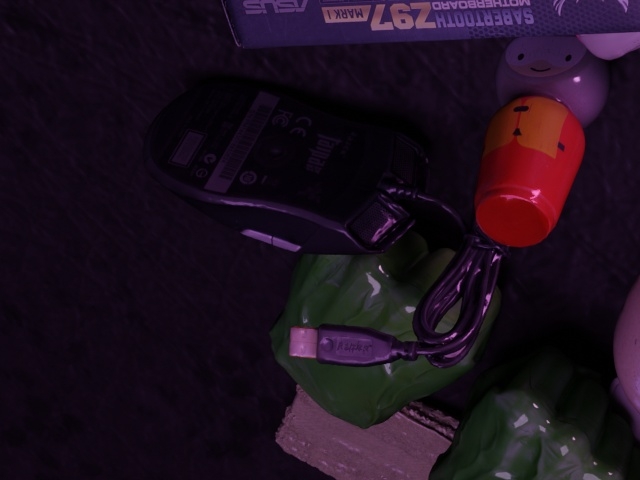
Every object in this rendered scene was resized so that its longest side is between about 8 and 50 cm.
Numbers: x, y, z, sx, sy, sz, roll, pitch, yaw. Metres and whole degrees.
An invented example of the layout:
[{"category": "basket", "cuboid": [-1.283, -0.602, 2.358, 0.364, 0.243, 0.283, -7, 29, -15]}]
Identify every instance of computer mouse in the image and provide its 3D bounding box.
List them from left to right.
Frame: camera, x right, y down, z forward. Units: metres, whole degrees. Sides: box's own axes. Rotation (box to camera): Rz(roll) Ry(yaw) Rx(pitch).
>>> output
[{"category": "computer mouse", "cuboid": [0.000, 0.000, 1.175, 0.262, 0.184, 0.060, 11, 148, 17]}]

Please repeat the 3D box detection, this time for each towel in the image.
[{"category": "towel", "cuboid": [0.044, 0.144, 1.366, 0.148, 0.027, 0.110, 25, 134, 5]}]

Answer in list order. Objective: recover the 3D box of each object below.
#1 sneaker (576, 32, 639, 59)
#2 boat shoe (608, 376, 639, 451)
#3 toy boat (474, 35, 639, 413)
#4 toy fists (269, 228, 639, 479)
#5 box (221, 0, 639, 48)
[{"category": "sneaker", "cuboid": [0.251, -0.133, 0.987, 0.252, 0.103, 0.111, -16, 116, 36]}, {"category": "boat shoe", "cuboid": [0.227, 0.135, 1.260, 0.046, 0.038, 0.125, 19, 138, 56]}, {"category": "toy boat", "cuboid": [0.233, -0.004, 1.088, 0.318, 0.148, 0.267, 29, 139, -10]}, {"category": "toy fists", "cuboid": [0.097, 0.096, 1.246, 0.279, 0.096, 0.142, 44, 143, 3]}, {"category": "box", "cuboid": [0.084, -0.172, 0.983, 0.232, 0.183, 0.059, 0, 126, 26]}]
